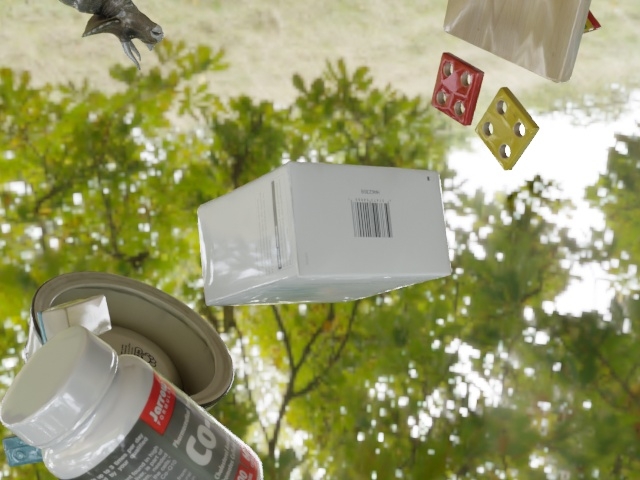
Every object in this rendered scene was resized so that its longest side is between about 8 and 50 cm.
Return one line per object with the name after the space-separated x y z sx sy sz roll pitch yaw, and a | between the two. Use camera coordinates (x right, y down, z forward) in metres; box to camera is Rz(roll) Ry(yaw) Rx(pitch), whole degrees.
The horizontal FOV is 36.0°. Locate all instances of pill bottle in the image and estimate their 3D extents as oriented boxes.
-0.213 0.234 1.138 0.161 0.283 0.161 -33 -151 21 | pill bottle

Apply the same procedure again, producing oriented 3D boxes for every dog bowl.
-0.381 0.237 1.898 0.408 0.150 0.408 25 -158 -11 | dog bowl

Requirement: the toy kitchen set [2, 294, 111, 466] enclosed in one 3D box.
-0.369 0.195 1.331 0.166 0.207 0.122 -11 -178 13 | toy kitchen set

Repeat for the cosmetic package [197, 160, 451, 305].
0.000 0.000 1.223 0.224 0.138 0.225 1 169 -34 | cosmetic package

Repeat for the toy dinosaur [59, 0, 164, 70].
-0.356 -0.399 1.423 0.313 0.160 0.121 41 -151 12 | toy dinosaur

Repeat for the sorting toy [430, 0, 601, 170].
0.159 -0.192 0.728 0.046 0.274 0.132 -9 -149 -33 | sorting toy
